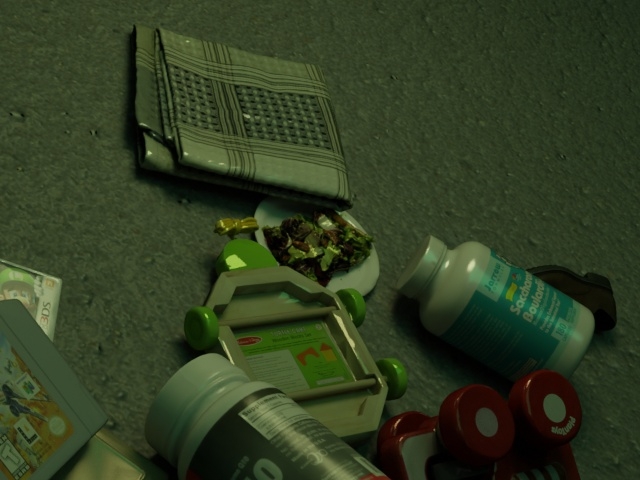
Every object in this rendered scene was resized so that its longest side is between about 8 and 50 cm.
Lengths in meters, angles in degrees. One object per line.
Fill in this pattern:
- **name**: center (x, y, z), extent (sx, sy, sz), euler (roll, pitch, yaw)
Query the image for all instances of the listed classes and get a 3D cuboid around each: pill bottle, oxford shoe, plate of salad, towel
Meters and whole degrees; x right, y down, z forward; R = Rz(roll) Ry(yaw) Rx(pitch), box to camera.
- **pill bottle**: center (-0.058, 0.263, 1.797), extent (0.283, 0.161, 0.161), euler (36, 36, 27)
- **oxford shoe**: center (0.359, 0.095, 2.367), extent (0.227, 0.083, 0.096), euler (7, 52, -30)
- **plate of salad**: center (0.000, 0.000, 2.224), extent (0.200, 0.048, 0.200), euler (20, 42, -20)
- **towel**: center (-0.118, -0.188, 2.292), extent (0.324, 0.056, 0.312), euler (11, 43, -21)
- **pill bottle**: center (0.241, 0.098, 2.225), extent (0.264, 0.146, 0.146), euler (31, 40, -7)

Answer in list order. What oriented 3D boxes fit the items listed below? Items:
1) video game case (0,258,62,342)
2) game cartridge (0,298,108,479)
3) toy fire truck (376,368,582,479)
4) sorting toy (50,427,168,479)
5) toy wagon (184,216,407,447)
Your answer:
- **video game case**: center (-0.404, 0.083, 1.867), extent (0.190, 0.022, 0.173), euler (20, 42, -19)
- **game cartridge**: center (-0.348, 0.176, 1.645), extent (0.198, 0.062, 0.297), euler (57, 25, -7)
- **toy fire truck**: center (0.221, 0.315, 2.005), extent (0.302, 0.169, 0.253), euler (-7, 75, -39)
- **sorting toy**: center (-0.282, 0.270, 1.755), extent (0.348, 0.047, 0.196), euler (36, 33, -3)
- **toy wagon**: center (-0.050, 0.120, 2.056), extent (0.267, 0.068, 0.344), euler (-5, 54, -39)
